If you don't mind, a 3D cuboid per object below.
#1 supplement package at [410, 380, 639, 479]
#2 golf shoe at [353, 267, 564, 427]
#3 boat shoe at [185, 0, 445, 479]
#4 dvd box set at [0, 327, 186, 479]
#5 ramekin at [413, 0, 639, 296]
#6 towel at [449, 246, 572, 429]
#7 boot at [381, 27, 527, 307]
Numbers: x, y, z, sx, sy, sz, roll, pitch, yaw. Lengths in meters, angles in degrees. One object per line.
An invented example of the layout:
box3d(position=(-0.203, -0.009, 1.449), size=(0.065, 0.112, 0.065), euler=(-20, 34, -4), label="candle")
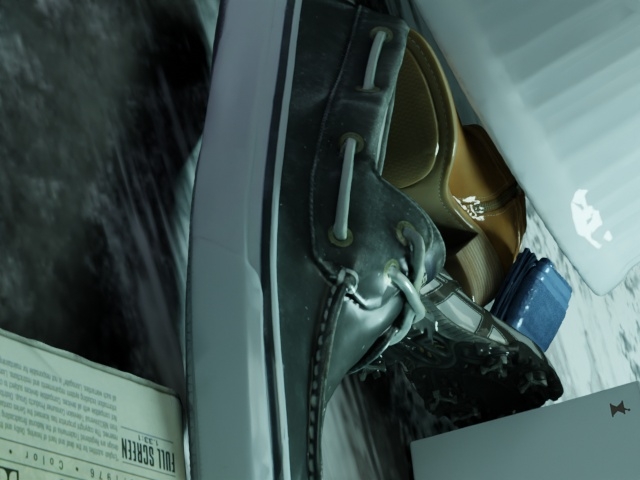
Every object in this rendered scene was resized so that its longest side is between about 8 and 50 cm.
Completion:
box3d(position=(0.173, 0.210, 0.949), size=(0.203, 0.149, 0.194), euler=(29, 49, -54), label="supplement package")
box3d(position=(0.067, 0.043, 0.913), size=(0.198, 0.077, 0.094), euler=(30, 38, -40), label="golf shoe")
box3d(position=(0.000, 0.000, 0.743), size=(0.121, 0.119, 0.335), euler=(99, -5, -55), label="boat shoe")
box3d(position=(-0.134, 0.218, 0.463), size=(0.307, 0.062, 0.420), euler=(27, 50, -55), label="dvd box set")
box3d(position=(0.173, -0.114, 1.071), size=(0.277, 0.135, 0.277), euler=(57, 10, -16), label="ramekin")
box3d(position=(0.117, 0.069, 1.004), size=(0.119, 0.029, 0.067), euler=(-62, 145, -13), label="towel")
box3d(position=(0.080, -0.056, 1.027), size=(0.152, 0.073, 0.197), euler=(-43, 125, -60), label="boot")
